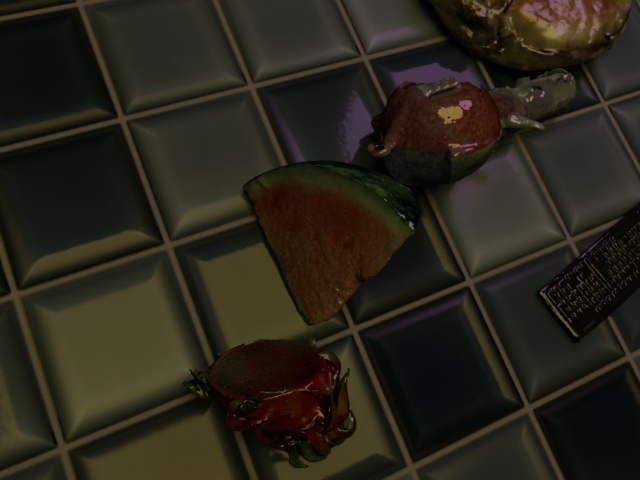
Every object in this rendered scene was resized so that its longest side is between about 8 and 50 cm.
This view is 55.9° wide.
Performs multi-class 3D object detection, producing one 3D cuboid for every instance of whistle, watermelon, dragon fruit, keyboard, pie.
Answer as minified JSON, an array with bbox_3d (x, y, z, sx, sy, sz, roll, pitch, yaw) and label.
[{"bbox_3d":[0.197,-0.157,0.767,0.346,0.142,0.134,-23,105,-27],"label":"whistle"},{"bbox_3d":[0.002,-0.020,0.680,0.207,0.136,0.203,9,65,5],"label":"watermelon"},{"bbox_3d":[-0.033,0.163,0.612,0.175,0.142,0.138,56,32,-14],"label":"dragon fruit"},{"bbox_3d":[0.399,0.034,0.809,0.250,0.017,0.087,-34,82,-21],"label":"keyboard"},{"bbox_3d":[0.298,-0.393,0.889,0.338,0.077,0.340,3,71,-9],"label":"pie"}]
